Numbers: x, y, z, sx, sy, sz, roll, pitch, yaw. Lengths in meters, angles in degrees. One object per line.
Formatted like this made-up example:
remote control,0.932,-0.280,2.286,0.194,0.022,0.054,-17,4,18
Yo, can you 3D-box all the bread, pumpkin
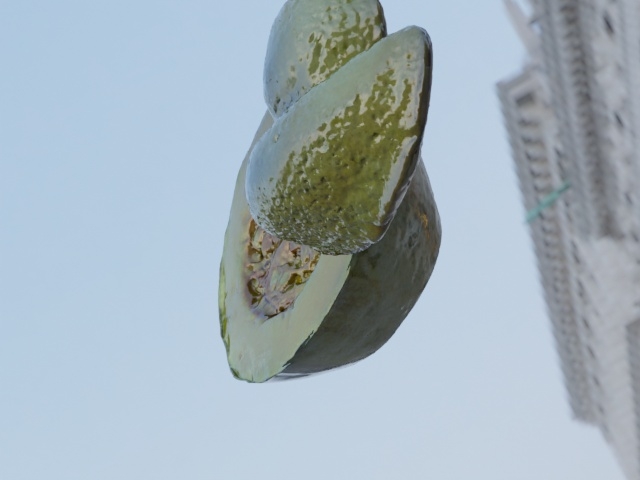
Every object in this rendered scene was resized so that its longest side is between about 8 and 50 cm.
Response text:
bread,0.001,-0.071,0.799,0.065,0.149,0.188,5,-10,-16
pumpkin,0.016,-0.002,1.027,0.110,0.217,0.217,21,-49,-30
